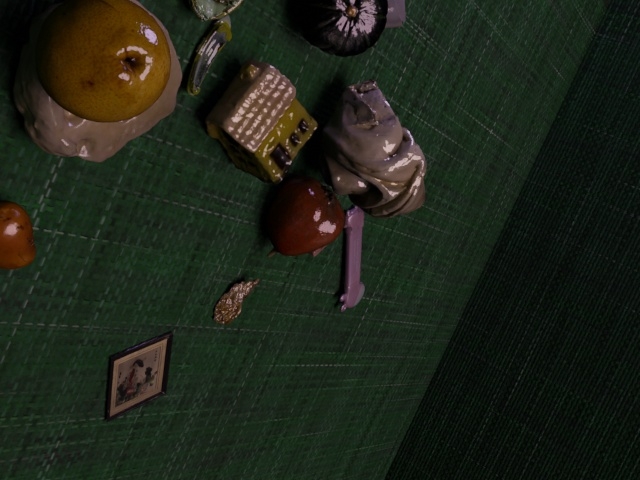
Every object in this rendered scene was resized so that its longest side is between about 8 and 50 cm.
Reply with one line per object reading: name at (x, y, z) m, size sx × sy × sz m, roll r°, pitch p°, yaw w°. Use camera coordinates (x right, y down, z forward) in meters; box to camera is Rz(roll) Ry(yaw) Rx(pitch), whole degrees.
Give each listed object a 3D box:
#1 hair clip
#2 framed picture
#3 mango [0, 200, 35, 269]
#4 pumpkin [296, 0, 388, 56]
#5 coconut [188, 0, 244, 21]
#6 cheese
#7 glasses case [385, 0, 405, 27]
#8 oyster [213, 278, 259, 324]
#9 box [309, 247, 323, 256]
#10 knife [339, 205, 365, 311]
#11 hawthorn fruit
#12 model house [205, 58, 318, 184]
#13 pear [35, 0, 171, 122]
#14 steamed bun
hair clip at (-0.238, -0.393, 1.692) m, size 0.188 × 0.033 × 0.060 m, roll -63°, pitch 152°, yaw -4°
framed picture at (-0.447, 0.335, 1.972) m, size 0.199 × 0.010 × 0.195 m, roll -21°, pitch 130°, yaw -49°
mango at (-0.571, 0.002, 1.453) m, size 0.105 × 0.084 × 0.159 m, roll -36°, pitch 141°, yaw -28°
pumpkin at (0.050, -0.537, 1.853) m, size 0.220 × 0.162 × 0.220 m, roll -5°, pitch 108°, yaw -15°
coconut at (-0.222, -0.505, 1.607) m, size 0.133 × 0.055 × 0.158 m, roll -59°, pitch 148°, yaw -4°
cheese at (-0.397, -0.293, 1.449) m, size 0.326 × 0.115 × 0.318 m, roll 17°, pitch 98°, yaw -57°
glasses case at (0.136, -0.605, 2.039) m, size 0.308 × 0.083 × 0.128 m, roll -21°, pitch 131°, yaw -48°
oyster at (-0.232, 0.168, 2.146) m, size 0.146 × 0.045 × 0.122 m, roll -38°, pitch 156°, yaw -34°
box at (0.000, 0.000, 2.344) m, size 0.115 × 0.048 × 0.025 m, roll -45°, pitch 141°, yaw -29°
knife at (0.102, 0.058, 2.554) m, size 0.132 × 0.038 × 0.399 m, roll -35°, pitch 139°, yaw -41°
hawthorn fruit at (-0.059, -0.043, 2.112) m, size 0.251 × 0.199 × 0.199 m, roll -46°, pitch 151°, yaw 12°
model house at (-0.153, -0.279, 1.807) m, size 0.193 × 0.175 × 0.234 m, roll -55°, pitch 139°, yaw -11°
pear at (-0.336, -0.283, 1.257) m, size 0.209 × 0.209 × 0.209 m, roll -36°, pitch 141°, yaw -37°
steamed bun at (0.109, -0.216, 2.131) m, size 0.237 × 0.346 × 0.394 m, roll -30°, pitch 109°, yaw -11°
